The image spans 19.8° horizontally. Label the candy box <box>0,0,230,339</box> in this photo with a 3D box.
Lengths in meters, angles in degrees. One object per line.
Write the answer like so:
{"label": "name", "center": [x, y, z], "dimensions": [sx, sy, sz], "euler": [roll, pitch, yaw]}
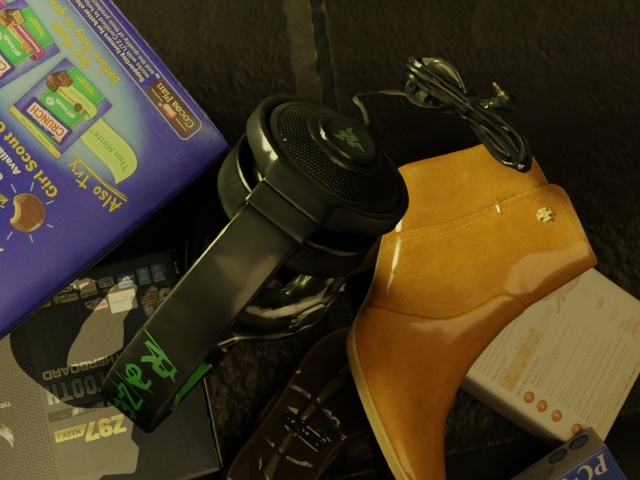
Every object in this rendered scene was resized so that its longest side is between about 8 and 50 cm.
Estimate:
{"label": "candy box", "center": [-0.275, -0.064, 1.331], "dimensions": [0.317, 0.122, 0.268], "euler": [-40, 93, -24]}

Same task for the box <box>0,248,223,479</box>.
{"label": "box", "center": [-0.206, 0.119, 1.425], "dimensions": [0.232, 0.059, 0.183], "euler": [-13, 95, -21]}

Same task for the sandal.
{"label": "sandal", "center": [-0.007, 0.155, 1.505], "dimensions": [0.090, 0.060, 0.219], "euler": [40, 63, -2]}

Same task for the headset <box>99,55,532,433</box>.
{"label": "headset", "center": [0.000, 0.000, 1.358], "dimensions": [0.185, 0.243, 0.394], "euler": [39, 58, 1]}

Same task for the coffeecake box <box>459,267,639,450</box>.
{"label": "coffeecake box", "center": [0.185, 0.081, 1.584], "dimensions": [0.185, 0.068, 0.142], "euler": [34, 77, -19]}

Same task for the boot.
{"label": "boot", "center": [0.123, 0.058, 1.460], "dimensions": [0.211, 0.104, 0.295], "euler": [-19, 64, 4]}

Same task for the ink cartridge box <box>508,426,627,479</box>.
{"label": "ink cartridge box", "center": [0.172, 0.258, 1.554], "dimensions": [0.207, 0.046, 0.097], "euler": [-33, 108, 1]}
